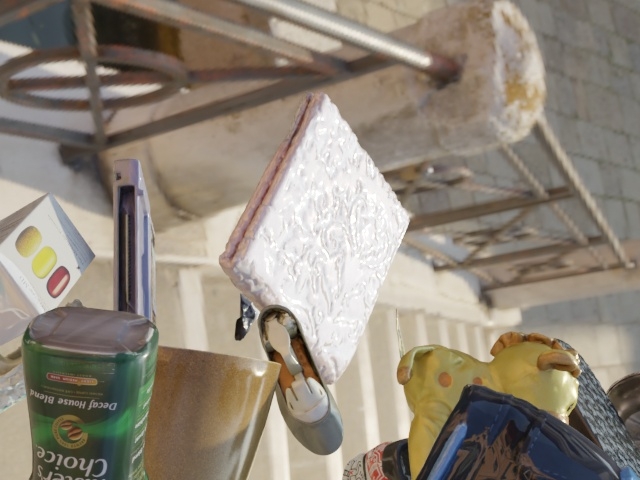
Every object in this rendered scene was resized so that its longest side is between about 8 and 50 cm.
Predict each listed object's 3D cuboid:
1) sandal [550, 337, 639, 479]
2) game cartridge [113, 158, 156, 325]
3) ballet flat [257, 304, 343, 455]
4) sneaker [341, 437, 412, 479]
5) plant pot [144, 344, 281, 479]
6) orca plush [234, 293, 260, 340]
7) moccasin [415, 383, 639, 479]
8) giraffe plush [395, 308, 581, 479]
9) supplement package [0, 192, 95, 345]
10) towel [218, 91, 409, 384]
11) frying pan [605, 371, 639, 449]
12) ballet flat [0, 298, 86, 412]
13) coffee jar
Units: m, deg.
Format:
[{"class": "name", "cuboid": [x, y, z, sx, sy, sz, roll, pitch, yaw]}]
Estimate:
[{"class": "sandal", "cuboid": [0.349, 0.328, 1.367, 0.168, 0.107, 0.445, 23, 36, -46]}, {"class": "game cartridge", "cuboid": [-0.322, 0.063, 1.979, 0.230, 0.068, 0.354, 87, 0, -71]}, {"class": "ballet flat", "cuboid": [-0.033, 0.179, 1.477, 0.068, 0.072, 0.213, 68, -2, -64]}, {"class": "sneaker", "cuboid": [0.111, 0.407, 1.525, 0.090, 0.145, 0.270, -7, 76, -38]}, {"class": "plant pot", "cuboid": [-0.174, 0.244, 1.222, 0.237, 0.237, 0.254, 18, 75, -49]}, {"class": "orca plush", "cuboid": [-0.072, 0.131, 2.126, 0.287, 0.102, 0.151, -28, 94, -49]}, {"class": "moccasin", "cuboid": [0.001, 0.209, 0.505, 0.117, 0.342, 0.138, 41, 1, 10]}, {"class": "giraffe plush", "cuboid": [0.171, 0.159, 1.102, 0.181, 0.171, 0.210, -59, 141, -76]}, {"class": "supplement package", "cuboid": [-0.479, 0.049, 1.789, 0.139, 0.134, 0.244, 57, 19, -17]}, {"class": "towel", "cuboid": [0.000, 0.000, 1.658, 0.332, 0.053, 0.316, 52, 53, -44]}, {"class": "frying pan", "cuboid": [0.513, 0.298, 1.594, 0.326, 0.197, 0.053, 60, 40, -33]}, {"class": "ballet flat", "cuboid": [-0.561, 0.227, 1.976, 0.147, 0.409, 0.147, 60, -5, 9]}, {"class": "coffee jar", "cuboid": [-0.172, 0.146, 0.844, 0.079, 0.096, 0.184, -78, 174, -69]}]
